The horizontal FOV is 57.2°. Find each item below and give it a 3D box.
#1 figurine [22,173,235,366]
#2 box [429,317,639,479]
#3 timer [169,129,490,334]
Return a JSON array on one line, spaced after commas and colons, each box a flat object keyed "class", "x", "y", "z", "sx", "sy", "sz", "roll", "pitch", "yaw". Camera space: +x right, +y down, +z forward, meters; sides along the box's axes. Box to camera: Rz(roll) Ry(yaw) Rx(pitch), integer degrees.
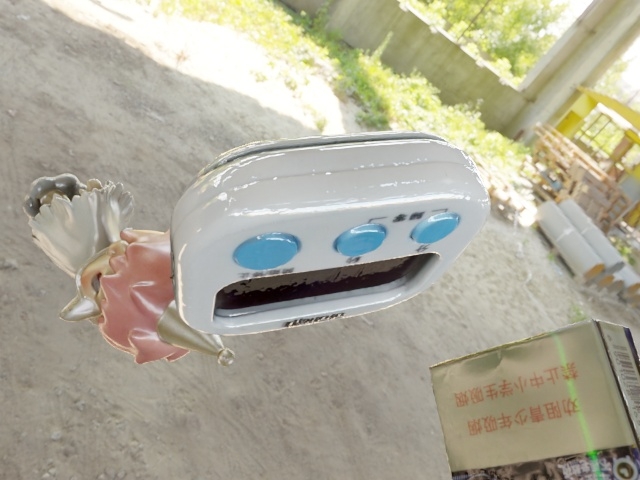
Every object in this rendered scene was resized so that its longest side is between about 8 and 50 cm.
[{"class": "figurine", "x": -0.227, "y": 0.051, "z": 0.694, "sx": 0.166, "sy": 0.207, "sz": 0.387, "roll": -31, "pitch": 52, "yaw": -31}, {"class": "box", "x": 0.231, "y": 0.249, "z": 0.559, "sx": 0.084, "sy": 0.198, "sz": 0.310, "roll": 16, "pitch": 57, "yaw": -41}, {"class": "timer", "x": 0.000, "y": 0.000, "z": 0.512, "sx": 0.262, "sy": 0.237, "sz": 0.087, "roll": -7, "pitch": 65, "yaw": -17}]
